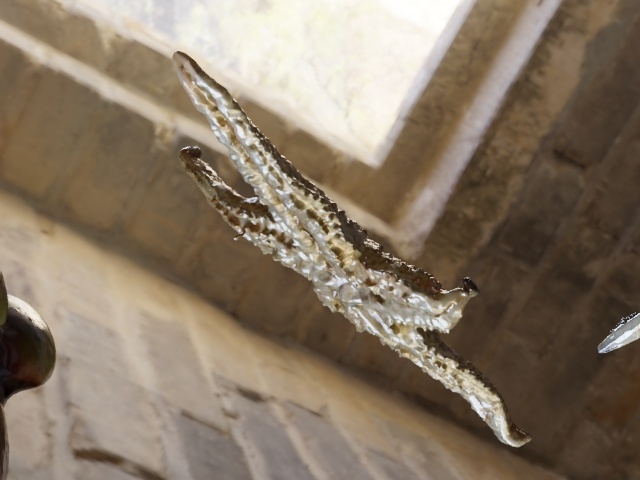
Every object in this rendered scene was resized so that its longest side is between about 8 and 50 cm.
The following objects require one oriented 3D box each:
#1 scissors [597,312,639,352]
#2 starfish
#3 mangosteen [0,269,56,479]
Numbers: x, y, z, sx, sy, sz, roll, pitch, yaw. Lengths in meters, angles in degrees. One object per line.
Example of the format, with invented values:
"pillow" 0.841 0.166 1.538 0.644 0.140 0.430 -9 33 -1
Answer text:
"scissors" 0.376 0.042 1.092 0.300 0.109 0.022 -41 11 44
"starfish" -0.004 0.004 0.629 0.048 0.295 0.231 -51 30 -9
"mangosteen" -0.320 0.093 0.705 0.347 0.307 0.307 -55 12 -21
